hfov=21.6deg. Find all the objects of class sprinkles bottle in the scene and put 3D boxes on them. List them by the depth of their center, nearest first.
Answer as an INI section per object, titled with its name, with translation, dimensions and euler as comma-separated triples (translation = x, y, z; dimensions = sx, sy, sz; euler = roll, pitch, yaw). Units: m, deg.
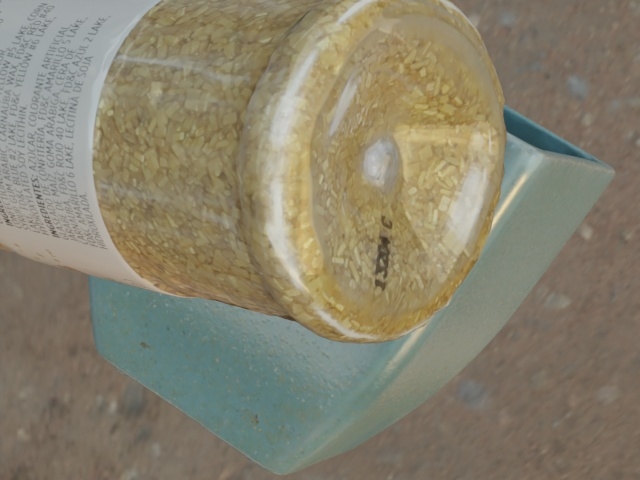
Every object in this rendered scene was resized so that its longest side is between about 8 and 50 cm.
[sprinkles bottle]
translation = -0.101, -0.049, 0.653
dimensions = 0.355, 0.121, 0.121
euler = 11, 59, 42

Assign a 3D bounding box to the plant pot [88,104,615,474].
[plant pot]
translation = 0.000, 0.000, 1.045
dimensions = 0.247, 0.248, 0.252
euler = 31, 100, 16
